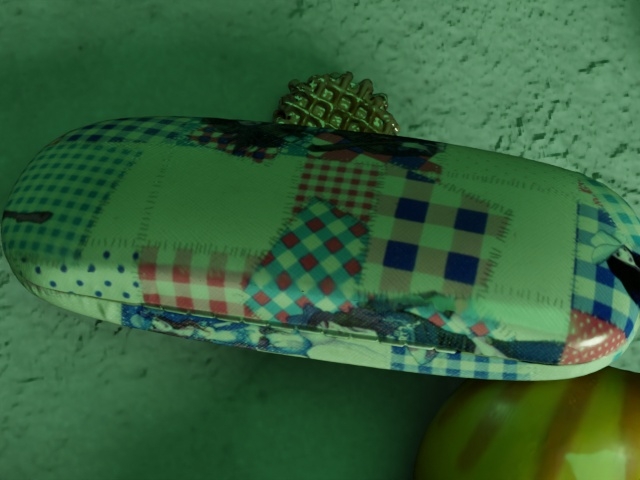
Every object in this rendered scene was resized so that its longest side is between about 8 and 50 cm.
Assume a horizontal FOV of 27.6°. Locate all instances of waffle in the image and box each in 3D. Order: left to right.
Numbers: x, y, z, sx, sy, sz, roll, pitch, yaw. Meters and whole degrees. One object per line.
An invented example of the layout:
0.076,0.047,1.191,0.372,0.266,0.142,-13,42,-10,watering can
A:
0.010,-0.059,0.749,0.083,0.029,0.075,-11,83,-18,waffle

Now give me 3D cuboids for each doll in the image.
0.094,0.181,0.648,0.166,0.162,0.270,20,61,17,doll

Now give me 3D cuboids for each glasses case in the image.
0.000,0.000,0.662,0.327,0.076,0.125,7,43,8,glasses case
